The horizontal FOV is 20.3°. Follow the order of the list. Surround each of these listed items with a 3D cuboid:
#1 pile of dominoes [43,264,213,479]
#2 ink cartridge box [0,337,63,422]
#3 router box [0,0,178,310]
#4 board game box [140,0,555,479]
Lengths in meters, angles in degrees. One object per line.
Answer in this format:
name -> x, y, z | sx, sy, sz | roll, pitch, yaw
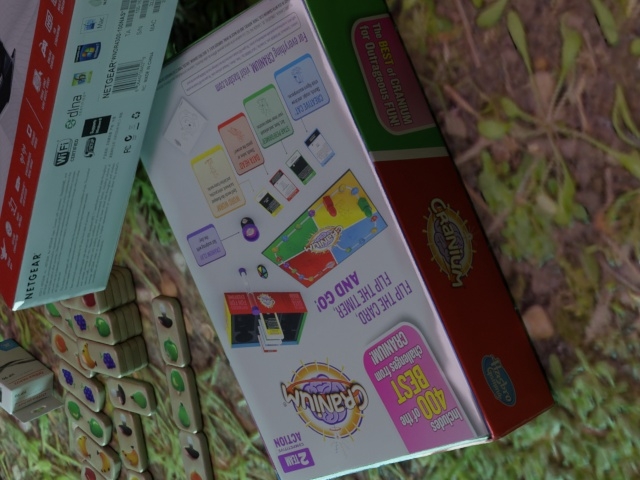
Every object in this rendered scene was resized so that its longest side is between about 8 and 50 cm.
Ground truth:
pile of dominoes -> -0.175, 0.142, 1.508 | 0.196, 0.040, 0.251 | 9, 114, 46
ink cartridge box -> -0.274, 0.126, 1.605 | 0.083, 0.048, 0.028 | 32, 130, 34
router box -> -0.226, -0.169, 1.304 | 0.301, 0.082, 0.335 | 55, 144, 32
board game box -> 0.000, 0.000, 1.216 | 0.242, 0.064, 0.316 | -22, 91, 51
